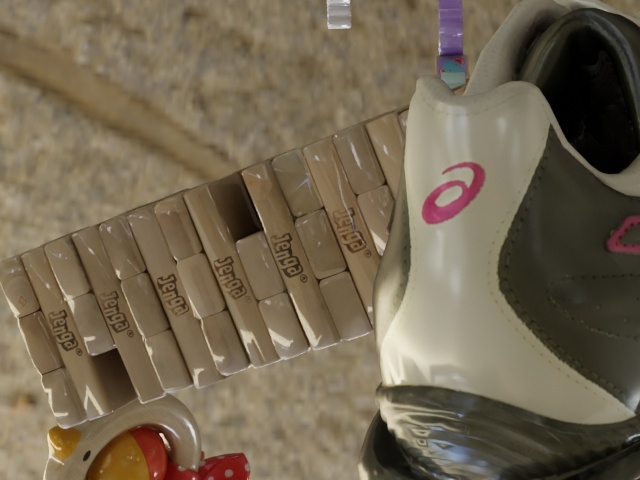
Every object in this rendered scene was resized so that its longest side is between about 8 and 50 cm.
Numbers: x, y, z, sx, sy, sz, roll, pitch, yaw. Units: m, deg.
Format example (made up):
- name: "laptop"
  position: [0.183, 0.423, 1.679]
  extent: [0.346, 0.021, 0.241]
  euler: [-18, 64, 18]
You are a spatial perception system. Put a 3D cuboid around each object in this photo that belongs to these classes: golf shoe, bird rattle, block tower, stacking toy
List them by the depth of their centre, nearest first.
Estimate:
- name: "golf shoe"
  position: [0.100, -0.015, 0.537]
  extent: [0.105, 0.273, 0.120]
  euler: [3, 111, 27]
- name: "block tower"
  position: [0.000, 0.000, 0.924]
  extent: [0.335, 0.091, 0.097]
  euler: [-21, 93, 31]
- name: "stacking toy"
  position: [0.089, -0.113, 1.327]
  extent: [0.167, 0.221, 0.052]
  euler: [-2, 142, 1]
- name: "bird rattle"
  position: [-0.172, 0.232, 1.852]
  extent: [0.253, 0.143, 0.207]
  euler: [-15, 126, -25]
